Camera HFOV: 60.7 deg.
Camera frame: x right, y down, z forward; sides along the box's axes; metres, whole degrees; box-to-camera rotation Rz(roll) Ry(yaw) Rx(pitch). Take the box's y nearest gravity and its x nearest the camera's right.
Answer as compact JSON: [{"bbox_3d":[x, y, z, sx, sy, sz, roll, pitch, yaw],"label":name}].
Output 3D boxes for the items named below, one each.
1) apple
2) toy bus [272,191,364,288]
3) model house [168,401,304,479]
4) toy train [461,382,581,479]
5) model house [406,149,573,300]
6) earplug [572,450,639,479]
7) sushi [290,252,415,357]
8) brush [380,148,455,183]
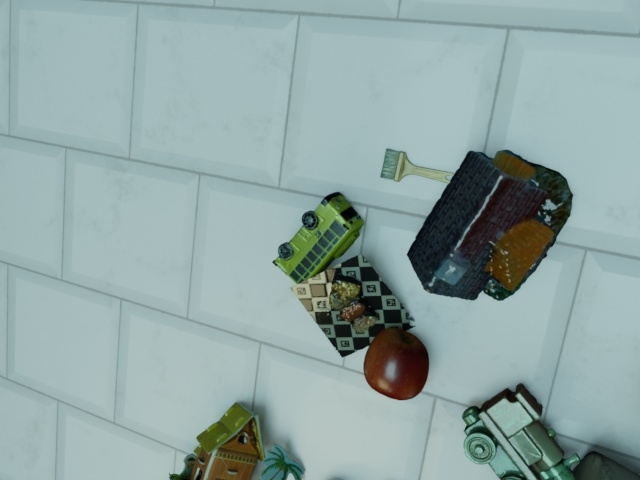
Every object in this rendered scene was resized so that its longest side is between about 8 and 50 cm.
[{"bbox_3d":[0.210,0.339,1.495,0.181,0.181,0.168,27,105,17],"label":"apple"},{"bbox_3d":[0.000,0.000,1.553,0.150,0.128,0.262,44,114,9],"label":"toy bus"},{"bbox_3d":[-0.256,0.706,1.788,0.300,0.340,0.324,4,73,61],"label":"model house"},{"bbox_3d":[0.515,0.541,1.415,0.221,0.150,0.304,-41,76,17],"label":"toy train"},{"bbox_3d":[0.393,-0.029,1.269,0.297,0.339,0.360,36,110,16],"label":"model house"},{"bbox_3d":[0.766,0.725,1.257,0.394,0.312,0.313,25,108,14],"label":"earplug"},{"bbox_3d":[0.088,0.204,1.529,0.264,0.050,0.290,-27,113,24],"label":"sushi"},{"bbox_3d":[0.265,-0.187,1.473,0.205,0.011,0.083,16,104,19],"label":"brush"}]
